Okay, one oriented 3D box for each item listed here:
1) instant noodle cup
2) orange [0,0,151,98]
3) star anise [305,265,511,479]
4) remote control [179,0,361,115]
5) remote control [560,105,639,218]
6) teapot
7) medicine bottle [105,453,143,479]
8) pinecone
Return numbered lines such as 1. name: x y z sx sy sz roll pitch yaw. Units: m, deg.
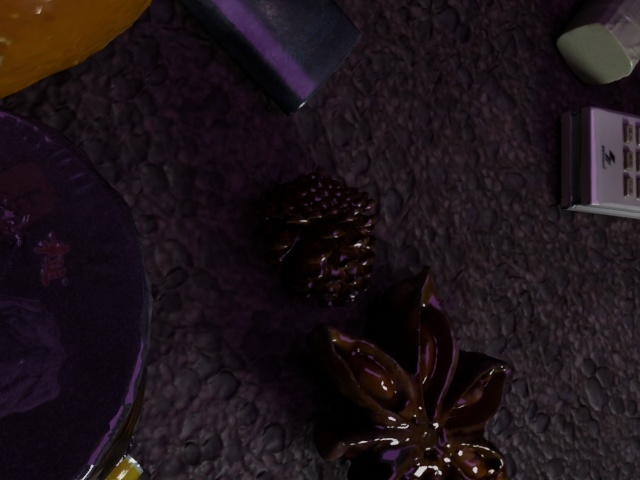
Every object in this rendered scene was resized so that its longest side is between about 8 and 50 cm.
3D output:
1. instant noodle cup: -0.189 0.064 0.435 0.218 0.207 0.217 2 71 -5
2. orange: -0.225 -0.226 0.415 0.341 0.293 0.340 21 52 -30
3. star anise: 0.074 0.134 0.683 0.214 0.099 0.219 -13 93 -45
4. remote control: -0.119 -0.266 0.633 0.377 0.044 0.107 46 61 -20
5. remote control: 0.377 -0.074 0.902 0.277 0.055 0.102 5 84 -30
6. teapot: 0.342 -0.261 0.871 0.077 0.107 0.200 46 64 -16
7. medicine bottle: -0.205 0.215 0.519 0.074 0.074 0.218 48 63 -18
8. pinecone: 0.004 -0.001 0.649 0.102 0.102 0.109 -40 109 -27
